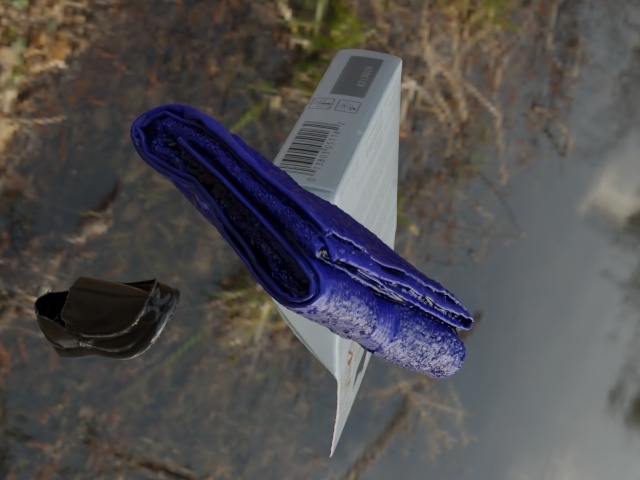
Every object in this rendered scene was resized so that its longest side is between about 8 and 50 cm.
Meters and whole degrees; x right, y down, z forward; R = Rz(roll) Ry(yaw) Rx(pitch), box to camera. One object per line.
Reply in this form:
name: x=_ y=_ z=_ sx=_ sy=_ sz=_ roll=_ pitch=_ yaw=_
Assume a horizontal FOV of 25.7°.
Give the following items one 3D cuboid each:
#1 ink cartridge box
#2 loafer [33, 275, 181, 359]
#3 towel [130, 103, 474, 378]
ink cartridge box: x=0.018 y=0.013 z=1.661 sx=0.308 sy=0.091 sz=0.385 roll=-65 pitch=161 yaw=-52
loafer: x=-0.234 y=0.078 z=1.472 sx=0.078 sy=0.220 sz=0.080 roll=44 pitch=51 yaw=-27
towel: x=0.000 y=0.000 z=1.147 sx=0.076 sy=0.227 sz=0.308 roll=-47 pitch=150 yaw=6
